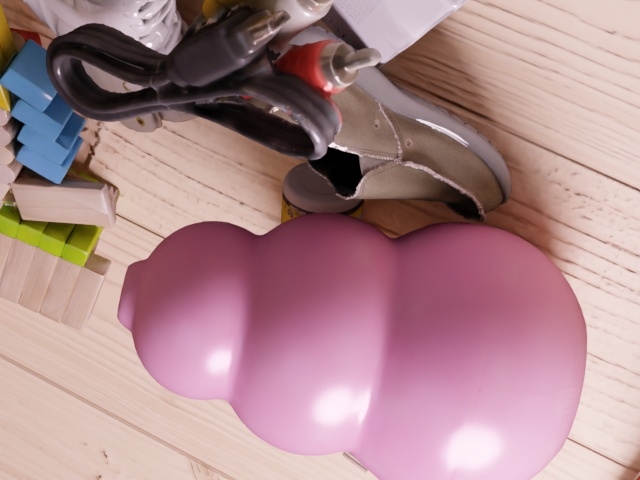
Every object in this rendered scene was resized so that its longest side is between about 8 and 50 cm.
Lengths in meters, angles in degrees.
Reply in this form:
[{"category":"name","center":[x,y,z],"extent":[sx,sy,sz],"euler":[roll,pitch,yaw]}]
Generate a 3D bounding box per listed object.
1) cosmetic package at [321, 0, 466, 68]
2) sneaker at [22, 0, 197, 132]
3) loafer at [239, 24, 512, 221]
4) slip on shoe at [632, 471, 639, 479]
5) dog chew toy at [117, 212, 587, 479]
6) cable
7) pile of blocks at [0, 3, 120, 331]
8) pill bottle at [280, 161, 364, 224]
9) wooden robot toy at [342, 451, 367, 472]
[{"category":"cosmetic package","center":[-0.044,-0.281,0.896],"extent":[0.377,0.097,0.284],"euler":[47,172,-5]},{"category":"sneaker","center":[-0.119,-0.167,1.081],"extent":[0.169,0.108,0.292],"euler":[52,162,-14]},{"category":"loafer","center":[0.032,-0.068,1.041],"extent":[0.251,0.087,0.094],"euler":[29,176,-35]},{"category":"slip on shoe","center":[0.288,0.225,1.145],"extent":[0.123,0.101,0.331],"euler":[27,132,11]},{"category":"dog chew toy","center":[0.019,0.071,1.089],"extent":[0.332,0.206,0.207],"euler":[13,130,-4]},{"category":"cable","center":[-0.069,-0.111,0.957],"extent":[0.287,0.072,0.139],"euler":[-8,119,56]},{"category":"pile of blocks","center":[-0.232,-0.092,1.246],"extent":[0.149,0.113,0.362],"euler":[6,134,13]},{"category":"pill bottle","center":[0.000,0.000,1.189],"extent":[0.065,0.065,0.116],"euler":[19,129,20]},{"category":"wooden robot toy","center":[0.066,0.153,1.245],"extent":[0.076,0.079,0.173],"euler":[50,132,-8]}]
